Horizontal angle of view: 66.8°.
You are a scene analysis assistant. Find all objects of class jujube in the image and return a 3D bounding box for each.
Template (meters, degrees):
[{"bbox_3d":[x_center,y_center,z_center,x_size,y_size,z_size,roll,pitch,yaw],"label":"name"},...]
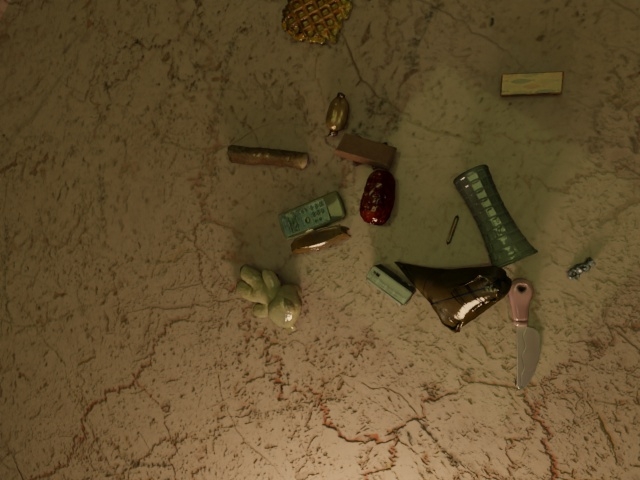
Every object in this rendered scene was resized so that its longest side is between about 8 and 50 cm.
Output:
[{"bbox_3d":[0.186,-0.137,1.545,0.109,0.112,0.176,14,86,-9],"label":"jujube"}]

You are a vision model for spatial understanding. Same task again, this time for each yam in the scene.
[{"bbox_3d":[-0.182,-0.292,1.691,0.299,0.066,0.066,7,91,18],"label":"yam"}]

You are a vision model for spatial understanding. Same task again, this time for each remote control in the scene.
[{"bbox_3d":[-0.030,-0.084,1.654,0.233,0.038,0.098,-21,83,17],"label":"remote control"}]

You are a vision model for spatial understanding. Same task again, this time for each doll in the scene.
[{"bbox_3d":[-0.170,0.181,1.665,0.278,0.175,0.149,31,61,24],"label":"doll"}]

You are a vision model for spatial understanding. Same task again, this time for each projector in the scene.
[{"bbox_3d":[0.221,0.140,1.531,0.147,0.115,0.061,37,102,14],"label":"projector"}]

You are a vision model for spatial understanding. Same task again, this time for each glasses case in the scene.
[{"bbox_3d":[0.629,-0.466,1.449,0.170,0.041,0.065,3,102,17],"label":"glasses case"},{"bbox_3d":[0.154,-0.290,1.591,0.193,0.070,0.102,20,67,19],"label":"glasses case"}]

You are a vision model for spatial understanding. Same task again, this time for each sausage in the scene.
[{"bbox_3d":[0.415,-0.033,1.524,0.015,0.015,0.100,19,95,17],"label":"sausage"}]

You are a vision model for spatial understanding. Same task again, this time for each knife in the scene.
[{"bbox_3d":[0.615,0.280,1.456,0.081,0.043,0.336,-5,94,11],"label":"knife"}]

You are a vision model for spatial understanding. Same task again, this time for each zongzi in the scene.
[{"bbox_3d":[0.384,0.101,1.437,0.289,0.123,0.260,50,137,15],"label":"zongzi"}]

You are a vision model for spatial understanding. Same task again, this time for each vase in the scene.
[{"bbox_3d":[0.505,-0.070,1.437,0.143,0.143,0.299,-27,79,15],"label":"vase"}]

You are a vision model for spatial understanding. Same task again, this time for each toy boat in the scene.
[{"bbox_3d":[0.000,0.000,1.625,0.206,0.072,0.064,-16,69,6],"label":"toy boat"}]

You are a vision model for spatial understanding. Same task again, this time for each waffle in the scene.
[{"bbox_3d":[-0.011,-0.790,1.652,0.243,0.059,0.238,16,91,15],"label":"waffle"}]

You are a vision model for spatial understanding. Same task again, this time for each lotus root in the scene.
[{"bbox_3d":[0.056,-0.414,1.617,0.073,0.062,0.150,12,95,-5],"label":"lotus root"}]

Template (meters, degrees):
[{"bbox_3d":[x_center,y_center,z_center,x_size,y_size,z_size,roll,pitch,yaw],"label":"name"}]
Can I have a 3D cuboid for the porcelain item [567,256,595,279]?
[{"bbox_3d":[0.755,0.084,1.409,0.083,0.028,0.036,-42,80,14],"label":"porcelain item"}]
